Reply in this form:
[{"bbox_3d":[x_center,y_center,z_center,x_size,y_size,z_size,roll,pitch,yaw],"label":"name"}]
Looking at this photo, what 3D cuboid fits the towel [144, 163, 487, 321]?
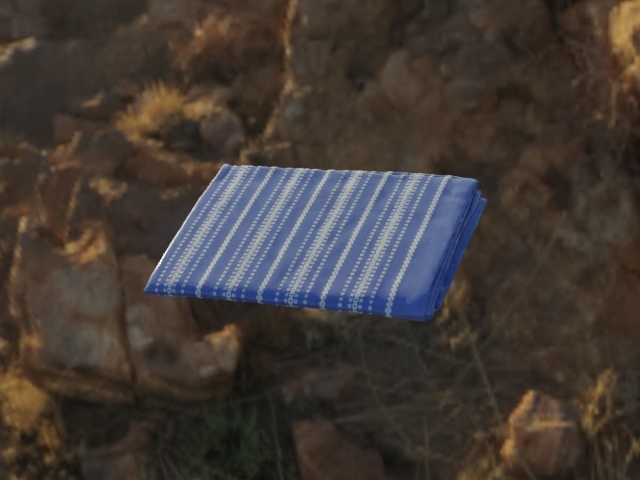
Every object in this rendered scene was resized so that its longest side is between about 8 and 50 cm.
[{"bbox_3d":[0.000,0.000,1.577,0.336,0.040,0.243,4,39,21],"label":"towel"}]
